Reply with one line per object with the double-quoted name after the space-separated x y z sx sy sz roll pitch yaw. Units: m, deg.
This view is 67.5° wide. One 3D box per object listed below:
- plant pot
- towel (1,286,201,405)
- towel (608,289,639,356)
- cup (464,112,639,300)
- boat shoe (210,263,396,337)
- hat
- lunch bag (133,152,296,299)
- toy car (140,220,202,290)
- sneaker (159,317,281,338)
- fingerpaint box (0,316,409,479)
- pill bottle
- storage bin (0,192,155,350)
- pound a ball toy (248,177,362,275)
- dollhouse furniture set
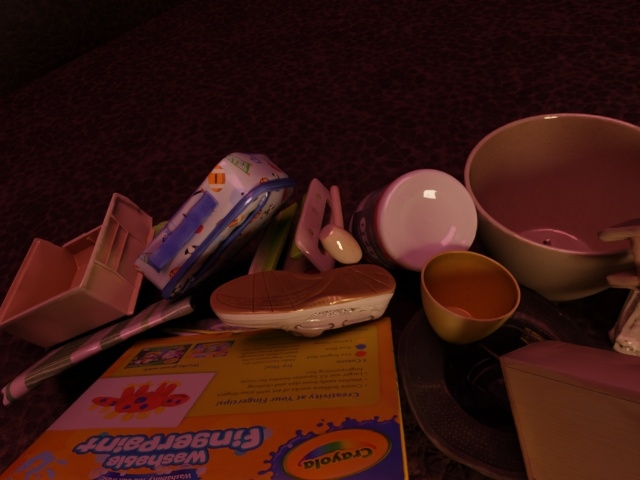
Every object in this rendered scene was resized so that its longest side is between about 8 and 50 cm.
0.203 0.093 0.690 0.134 0.095 0.134 3 41 -2 "plant pot"
-0.381 0.179 0.885 0.324 0.038 0.248 -25 5 -10 "towel"
0.628 0.159 0.752 0.282 0.049 0.187 27 61 30 "towel"
0.420 -0.029 0.839 0.330 0.237 0.331 -7 48 8 "cup"
-0.023 0.105 0.722 0.277 0.096 0.098 -3 36 -11 "boat shoe"
0.262 0.220 0.727 0.331 0.134 0.331 3 44 -3 "hat"
-0.191 -0.023 0.876 0.115 0.243 0.303 44 107 2 "lunch bag"
-0.375 0.030 1.099 0.238 0.053 0.225 -8 48 6 "toy car"
-0.150 0.173 0.899 0.299 0.111 0.121 0 39 6 "sneaker"
-0.110 0.269 0.643 0.444 0.163 0.371 -7 14 7 "fingerpaint box"
0.145 -0.025 0.863 0.161 0.283 0.161 0 87 -8 "pill bottle"
-0.498 0.061 0.995 0.262 0.123 0.260 -23 45 22 "storage bin"
0.000 0.000 0.905 0.208 0.136 0.319 -34 22 23 "pound a ball toy"
0.440 0.151 0.491 0.394 0.362 0.256 -14 1 -18 "dollhouse furniture set"
